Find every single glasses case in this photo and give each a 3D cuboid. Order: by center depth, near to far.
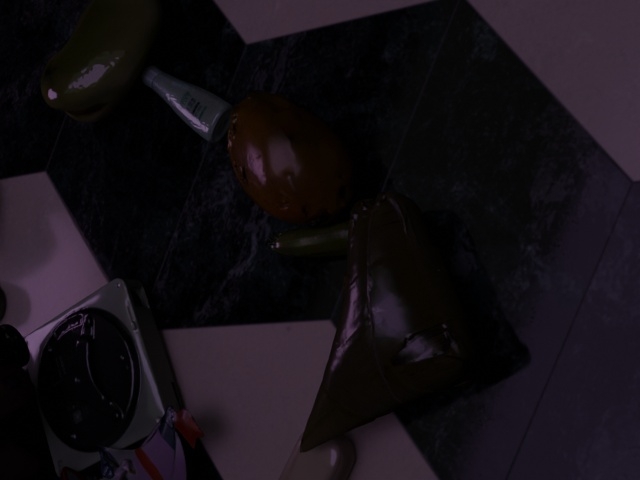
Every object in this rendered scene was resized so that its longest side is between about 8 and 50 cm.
[{"bbox_3d":[-0.021,0.358,1.469,0.083,0.050,0.196,32,100,34],"label":"glasses case"}]

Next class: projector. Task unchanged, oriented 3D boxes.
[{"bbox_3d":[-0.366,0.226,1.688,0.259,0.079,0.257,-31,69,27],"label":"projector"}]

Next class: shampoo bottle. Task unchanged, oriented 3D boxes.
[{"bbox_3d":[-0.219,-0.230,1.683,0.191,0.041,0.069,37,108,31],"label":"shampoo bottle"}]

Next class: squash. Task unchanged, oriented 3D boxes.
[{"bbox_3d":[0.000,0.000,1.506,0.184,0.052,0.052,-6,80,30],"label":"squash"}]

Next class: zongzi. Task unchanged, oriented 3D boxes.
[{"bbox_3d":[0.044,0.110,1.405,0.300,0.145,0.273,-31,67,23],"label":"zongzi"}]

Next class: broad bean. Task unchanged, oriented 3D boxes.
[{"bbox_3d":[-0.364,-0.319,1.740,0.189,0.121,0.263,35,100,39],"label":"broad bean"}]

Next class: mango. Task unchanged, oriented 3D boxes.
[{"bbox_3d":[-0.048,-0.127,1.512,0.156,0.151,0.248,-27,53,-13],"label":"mango"}]

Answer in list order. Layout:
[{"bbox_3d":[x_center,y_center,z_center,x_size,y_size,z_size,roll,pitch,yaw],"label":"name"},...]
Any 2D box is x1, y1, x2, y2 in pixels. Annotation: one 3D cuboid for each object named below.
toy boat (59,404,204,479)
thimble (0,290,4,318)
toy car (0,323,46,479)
[{"bbox_3d":[-0.272,0.399,1.600,0.318,0.072,0.219,-30,83,22],"label":"toy boat"},{"bbox_3d":[-0.630,0.113,1.881,0.110,0.062,0.084,6,87,33],"label":"thimble"},{"bbox_3d":[-0.564,0.312,1.673,0.240,0.271,0.340,52,148,11],"label":"toy car"}]
